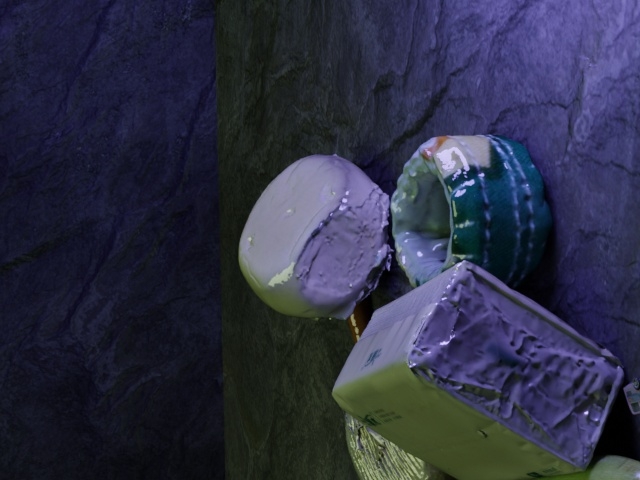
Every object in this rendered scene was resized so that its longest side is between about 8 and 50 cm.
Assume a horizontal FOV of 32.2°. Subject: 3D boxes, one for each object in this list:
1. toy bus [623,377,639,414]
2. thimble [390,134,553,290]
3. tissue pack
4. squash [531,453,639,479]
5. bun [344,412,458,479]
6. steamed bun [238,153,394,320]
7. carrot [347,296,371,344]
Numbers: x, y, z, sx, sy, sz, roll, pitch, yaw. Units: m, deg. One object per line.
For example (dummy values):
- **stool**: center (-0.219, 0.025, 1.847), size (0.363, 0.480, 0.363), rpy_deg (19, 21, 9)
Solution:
- **toy bus**: center (0.434, 0.191, 1.407), size (0.131, 0.037, 0.052), rpy_deg (136, 123, -68)
- **thimble**: center (0.227, -0.031, 1.736), size (0.288, 0.167, 0.254), rpy_deg (121, 139, -60)
- **tissue pack**: center (0.217, 0.209, 1.636), size (0.207, 0.297, 0.380), rpy_deg (-60, 5, -21)
- **squash**: center (0.375, 0.350, 1.520), size (0.370, 0.118, 0.118), rpy_deg (129, 131, -63)
- **bun**: center (0.165, 0.372, 2.075), size (0.273, 0.168, 0.272), rpy_deg (23, 117, 54)
- **steamed bun**: center (0.000, 0.000, 2.283), size (0.334, 0.233, 0.312), rpy_deg (-50, 33, 6)
- **carrot**: center (0.079, 0.161, 2.401), size (0.069, 0.069, 0.335), rpy_deg (154, 106, -70)
